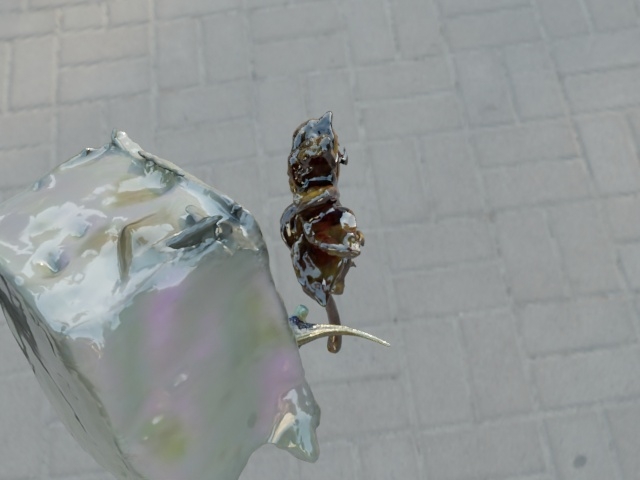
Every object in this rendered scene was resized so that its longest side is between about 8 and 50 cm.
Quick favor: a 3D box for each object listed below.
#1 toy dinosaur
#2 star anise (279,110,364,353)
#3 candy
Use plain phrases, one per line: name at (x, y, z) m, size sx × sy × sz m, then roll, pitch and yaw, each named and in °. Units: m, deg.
toy dinosaur at (-0.032, 0.080, 0.942) m, size 0.180 × 0.037 × 0.058 m, roll -9°, pitch 25°, yaw -15°
star anise at (0.002, 0.002, 0.988) m, size 0.073 × 0.177 × 0.233 m, roll -9°, pitch 95°, yaw 0°
candy at (-0.108, 0.051, 0.678) m, size 0.137 × 0.195 × 0.185 m, roll -35°, pitch 41°, yaw -22°
